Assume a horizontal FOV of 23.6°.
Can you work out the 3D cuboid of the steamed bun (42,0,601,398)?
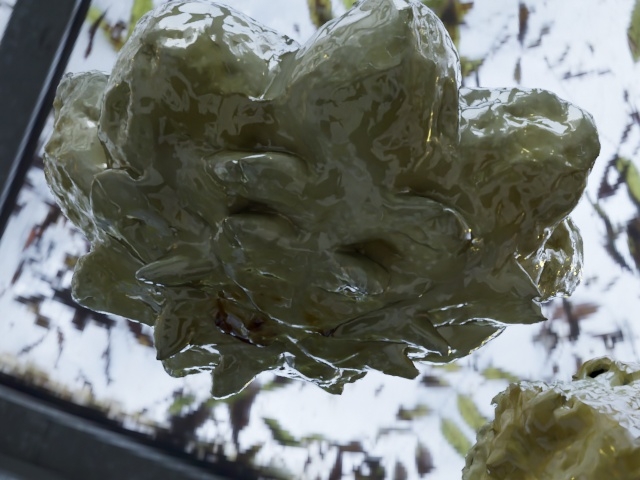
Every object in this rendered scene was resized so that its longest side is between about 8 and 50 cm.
[{"bbox_3d":[0.000,0.000,0.783,0.296,0.137,0.292,21,-35,-14],"label":"steamed bun"}]

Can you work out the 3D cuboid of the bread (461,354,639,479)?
[{"bbox_3d":[0.102,0.164,0.515,0.121,0.174,0.245,7,-79,-37],"label":"bread"}]
